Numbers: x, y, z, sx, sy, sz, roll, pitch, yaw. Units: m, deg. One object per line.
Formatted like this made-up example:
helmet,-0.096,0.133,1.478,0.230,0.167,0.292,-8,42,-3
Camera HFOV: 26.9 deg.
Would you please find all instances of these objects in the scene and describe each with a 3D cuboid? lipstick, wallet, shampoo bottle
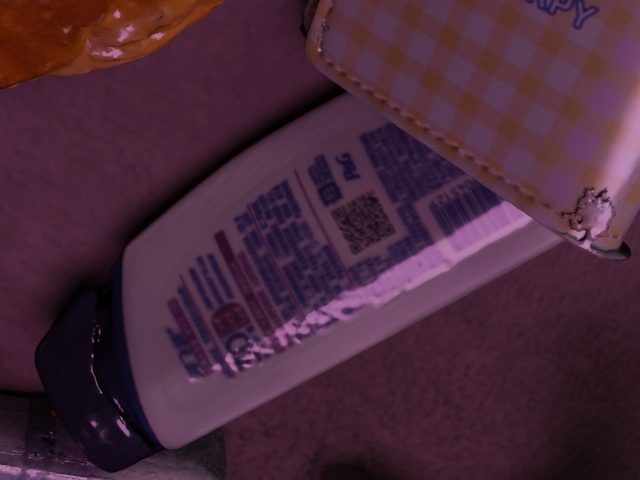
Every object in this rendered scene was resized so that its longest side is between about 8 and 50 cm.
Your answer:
lipstick,-0.204,0.141,0.826,0.289,0.076,0.077,11,122,-16
wallet,0.126,-0.176,0.629,0.223,0.077,0.309,34,113,16
shampoo bottle,0.000,0.000,0.763,0.359,0.078,0.134,-29,87,12

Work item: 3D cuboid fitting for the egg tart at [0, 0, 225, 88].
egg tart,-0.161,-0.167,0.568,0.352,0.352,0.150,-24,79,5

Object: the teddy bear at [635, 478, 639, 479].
teddy bear,0.070,0.313,0.848,0.362,0.375,0.327,-18,81,-19
